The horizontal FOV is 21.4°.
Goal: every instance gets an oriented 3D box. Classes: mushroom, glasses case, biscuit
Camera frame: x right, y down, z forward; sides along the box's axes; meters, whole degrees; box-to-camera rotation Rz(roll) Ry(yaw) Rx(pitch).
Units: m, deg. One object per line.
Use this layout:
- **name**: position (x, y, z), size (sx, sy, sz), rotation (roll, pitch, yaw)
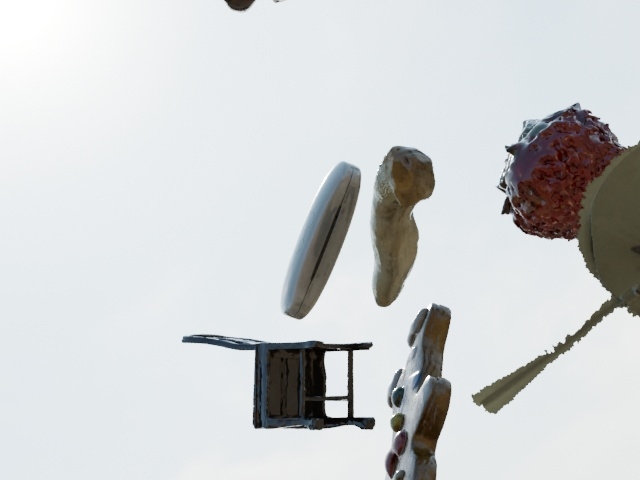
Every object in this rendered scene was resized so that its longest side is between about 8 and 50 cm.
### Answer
- **mushroom**: position (0.075, -0.006, 1.615), size (0.059, 0.054, 0.202), rotation (-35, -31, -31)
- **glasses case**: position (0.000, 0.000, 1.974), size (0.049, 0.193, 0.074), rotation (20, 1, -12)
- **biscuit**: position (0.066, 0.145, 1.249), size (0.031, 0.205, 0.138), rotation (13, -49, -6)

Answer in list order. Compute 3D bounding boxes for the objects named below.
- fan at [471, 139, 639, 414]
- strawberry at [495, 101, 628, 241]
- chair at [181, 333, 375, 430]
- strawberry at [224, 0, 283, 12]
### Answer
- **fan**: position (0.296, 0.042, 1.564), size (0.233, 0.012, 0.414), rotation (35, -61, -19)
- **strawberry**: position (0.322, -0.073, 2.159), size (0.184, 0.201, 0.187), rotation (-60, 1, -31)
- **chair**: position (-0.056, 0.163, 1.974), size (0.229, 0.113, 0.106), rotation (-4, -8, 41)
- **strawberry**: position (0.047, -0.300, 1.304), size (0.306, 0.233, 0.137), rotation (-20, -64, 6)
